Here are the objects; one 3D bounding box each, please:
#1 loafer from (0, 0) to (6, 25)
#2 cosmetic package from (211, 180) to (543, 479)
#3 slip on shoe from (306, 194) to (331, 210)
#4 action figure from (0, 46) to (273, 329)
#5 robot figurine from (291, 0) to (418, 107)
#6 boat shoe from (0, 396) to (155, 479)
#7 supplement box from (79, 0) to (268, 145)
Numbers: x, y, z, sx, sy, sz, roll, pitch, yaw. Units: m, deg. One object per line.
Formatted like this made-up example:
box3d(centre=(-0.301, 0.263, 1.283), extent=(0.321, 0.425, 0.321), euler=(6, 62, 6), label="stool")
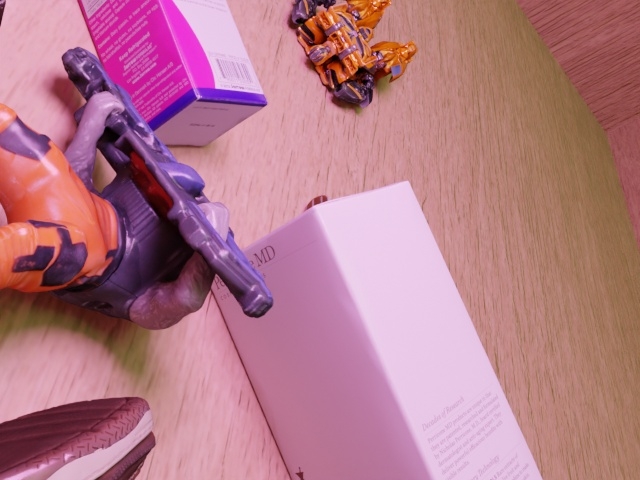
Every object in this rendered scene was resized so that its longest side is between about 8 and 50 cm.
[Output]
box3d(centre=(-0.341, -0.233, 0.523), extent=(0.220, 0.078, 0.080), euler=(29, 46, -42), label="loafer")
box3d(centre=(0.055, 0.148, 0.691), extent=(0.155, 0.197, 0.366), euler=(-20, 83, -46), label="cosmetic package")
box3d(centre=(0.000, 0.000, 0.872), extent=(0.041, 0.051, 0.135), euler=(54, 26, -36), label="slip on shoe")
box3d(centre=(-0.211, -0.035, 0.552), extent=(0.330, 0.178, 0.341), euler=(27, 20, -52), label="action figure")
box3d(centre=(0.062, -0.340, 1.159), extent=(0.211, 0.085, 0.291), euler=(59, 33, -6), label="robot figurine")
box3d(centre=(-0.163, 0.154, 0.316), extent=(0.257, 0.095, 0.095), euler=(-21, 103, -67), label="boat shoe")
box3d(centre=(-0.165, -0.222, 0.733), extent=(0.111, 0.113, 0.220), euler=(-10, 78, -55), label="supplement box")
